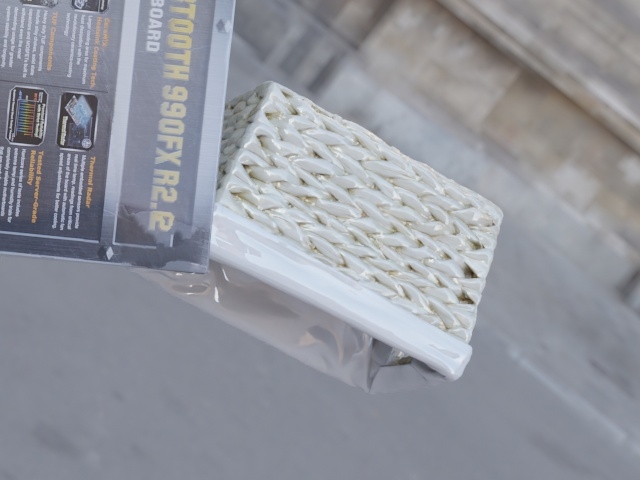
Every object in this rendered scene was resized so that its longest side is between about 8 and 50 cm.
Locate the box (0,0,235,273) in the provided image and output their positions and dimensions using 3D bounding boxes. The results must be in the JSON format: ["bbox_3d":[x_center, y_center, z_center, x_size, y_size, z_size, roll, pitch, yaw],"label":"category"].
[{"bbox_3d":[-0.131,-0.107,0.908,0.183,0.231,0.056,5,2,-9],"label":"box"}]

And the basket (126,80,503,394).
[{"bbox_3d":[0.000,0.000,1.050,0.167,0.103,0.113,28,-18,-19],"label":"basket"}]
